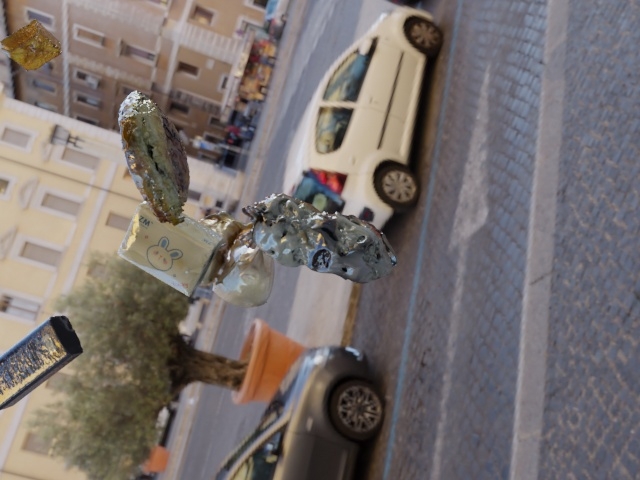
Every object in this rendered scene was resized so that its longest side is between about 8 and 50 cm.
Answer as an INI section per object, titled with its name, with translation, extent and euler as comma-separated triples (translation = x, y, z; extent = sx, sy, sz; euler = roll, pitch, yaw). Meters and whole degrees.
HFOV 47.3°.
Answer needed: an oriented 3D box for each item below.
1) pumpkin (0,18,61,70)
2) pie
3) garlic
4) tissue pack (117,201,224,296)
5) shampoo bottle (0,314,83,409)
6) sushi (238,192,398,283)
[pumpkin]
translation = -0.515, -0.347, 1.300
extent = 0.083, 0.054, 0.074
euler = -33, -22, 0
[pie]
translation = -0.337, -0.176, 1.511
extent = 0.308, 0.085, 0.308
euler = -16, -90, -90
[garlic]
translation = -0.237, 0.046, 1.884
extent = 0.249, 0.286, 0.313
euler = -39, 22, 13
[tissue pack]
translation = -0.341, 0.012, 1.656
extent = 0.148, 0.196, 0.092
euler = -60, -2, 22
[shampoo bottle]
translation = -0.650, 0.283, 1.574
extent = 0.309, 0.098, 0.071
euler = -35, -10, 16
[sushi]
translation = 0.000, 0.000, 1.486
extent = 0.130, 0.332, 0.124
euler = -68, -5, -55
